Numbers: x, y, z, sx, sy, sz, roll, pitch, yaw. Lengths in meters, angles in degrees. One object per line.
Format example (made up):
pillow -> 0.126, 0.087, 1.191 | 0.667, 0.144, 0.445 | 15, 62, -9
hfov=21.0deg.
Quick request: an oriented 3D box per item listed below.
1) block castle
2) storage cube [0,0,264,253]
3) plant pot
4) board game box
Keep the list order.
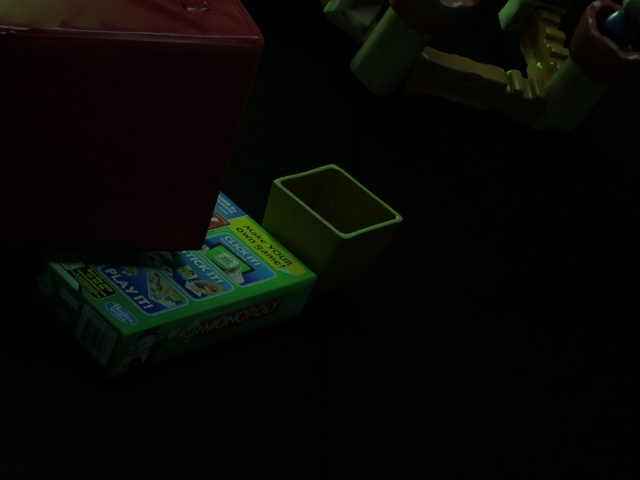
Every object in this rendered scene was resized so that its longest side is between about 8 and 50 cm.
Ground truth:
block castle -> 0.168, -0.352, 1.846 | 0.303, 0.213, 0.453 | 13, 48, -24
storage cube -> -0.179, -0.118, 1.244 | 0.193, 0.215, 0.184 | -1, 38, -27
plant pot -> 0.000, 0.000, 1.396 | 0.081, 0.083, 0.081 | 39, 32, 25
board game box -> -0.183, -0.029, 1.350 | 0.317, 0.046, 0.213 | 40, 34, 26
